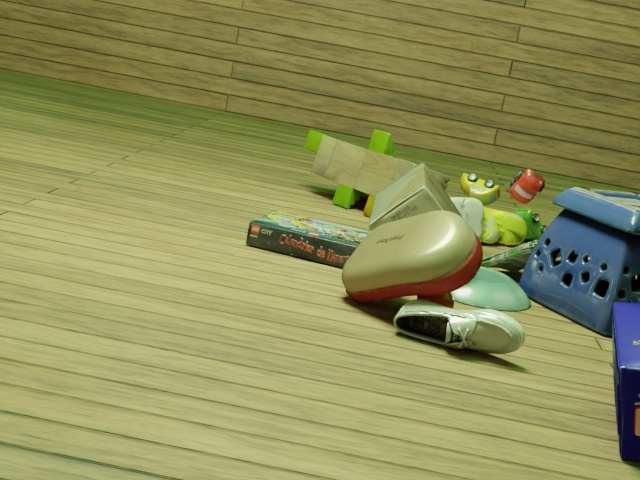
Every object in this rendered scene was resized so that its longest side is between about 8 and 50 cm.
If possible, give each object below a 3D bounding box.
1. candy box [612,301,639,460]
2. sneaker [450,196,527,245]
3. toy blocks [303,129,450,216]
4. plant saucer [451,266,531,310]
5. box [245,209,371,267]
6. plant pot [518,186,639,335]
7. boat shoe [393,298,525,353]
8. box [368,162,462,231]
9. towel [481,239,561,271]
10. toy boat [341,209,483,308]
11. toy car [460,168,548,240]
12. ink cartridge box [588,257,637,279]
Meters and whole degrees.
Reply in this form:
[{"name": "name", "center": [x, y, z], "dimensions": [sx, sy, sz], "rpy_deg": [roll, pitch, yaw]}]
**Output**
[{"name": "candy box", "center": [0.498, 0.169, 1.220], "dimensions": [0.268, 0.122, 0.317], "rpy_deg": [1, 11, 15]}, {"name": "sneaker", "center": [0.330, -0.041, 2.181], "dimensions": [0.240, 0.091, 0.126], "rpy_deg": [17, -2, -28]}, {"name": "toy blocks", "center": [0.173, -0.143, 2.350], "dimensions": [0.381, 0.190, 0.261], "rpy_deg": [23, 6, 40]}, {"name": "plant saucer", "center": [0.274, 0.073, 1.730], "dimensions": [0.195, 0.037, 0.195], "rpy_deg": [9, 13, -2]}, {"name": "box", "center": [0.000, 0.000, 1.807], "dimensions": [0.233, 0.044, 0.159], "rpy_deg": [14, 13, 13]}, {"name": "plant pot", "center": [0.521, 0.030, 1.723], "dimensions": [0.236, 0.212, 0.236], "rpy_deg": [4, 15, -29]}, {"name": "boat shoe", "center": [0.190, 0.124, 1.392], "dimensions": [0.184, 0.066, 0.063], "rpy_deg": [17, 25, 24]}, {"name": "box", "center": [0.179, -0.034, 1.802], "dimensions": [0.148, 0.121, 0.311], "rpy_deg": [53, 12, -8]}, {"name": "towel", "center": [0.389, 0.035, 1.871], "dimensions": [0.113, 0.023, 0.152], "rpy_deg": [9, -20, -32]}, {"name": "toy boat", "center": [0.154, 0.054, 1.517], "dimensions": [0.231, 0.151, 0.151], "rpy_deg": [-13, 31, 51]}, {"name": "toy car", "center": [0.440, -0.066, 2.241], "dimensions": [0.239, 0.053, 0.225], "rpy_deg": [2, -39, 53]}, {"name": "ink cartridge box", "center": [0.642, 0.047, 2.016], "dimensions": [0.212, 0.093, 0.154], "rpy_deg": [-1, 18, -37]}]
